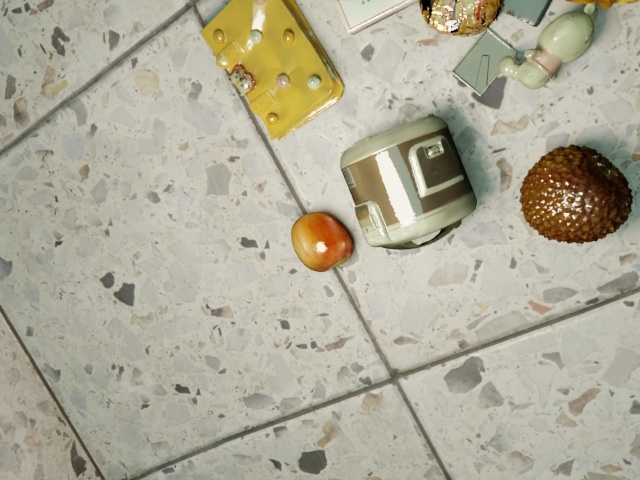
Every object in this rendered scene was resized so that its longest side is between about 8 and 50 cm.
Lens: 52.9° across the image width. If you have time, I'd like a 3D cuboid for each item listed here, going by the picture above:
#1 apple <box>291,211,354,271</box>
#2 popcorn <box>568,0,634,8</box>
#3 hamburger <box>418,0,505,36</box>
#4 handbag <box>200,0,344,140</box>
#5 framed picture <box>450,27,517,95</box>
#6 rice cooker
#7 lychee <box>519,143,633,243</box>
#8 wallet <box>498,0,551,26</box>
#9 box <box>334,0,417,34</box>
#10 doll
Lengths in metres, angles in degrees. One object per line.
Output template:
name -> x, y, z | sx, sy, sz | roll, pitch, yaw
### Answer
apple -> 0.000, 0.000, 1.934 | 0.199, 0.199, 0.199 | 5, 106, 16
popcorn -> 0.701, -0.656, 1.482 | 0.331, 0.265, 0.225 | 1, 117, -11
hamburger -> 0.369, -0.638, 1.664 | 0.230, 0.107, 0.231 | 9, 115, 20
handbag -> -0.143, -0.517, 1.866 | 0.283, 0.133, 0.401 | -31, 94, 27
framed picture -> 0.444, -0.485, 1.748 | 0.109, 0.011, 0.149 | 41, 113, 3
rice cooker -> 0.238, -0.141, 1.730 | 0.335, 0.335, 0.326 | -20, 94, 21
lychee -> 0.651, -0.107, 1.669 | 0.267, 0.267, 0.268 | 5, 106, 16
wallet -> 0.561, -0.685, 1.640 | 0.124, 0.025, 0.244 | 27, 116, 7
box -> 0.111, -0.756, 1.731 | 0.210, 0.095, 0.331 | -21, 100, 22
doll -> 0.601, -0.484, 1.638 | 0.275, 0.154, 0.113 | -36, 55, 22
